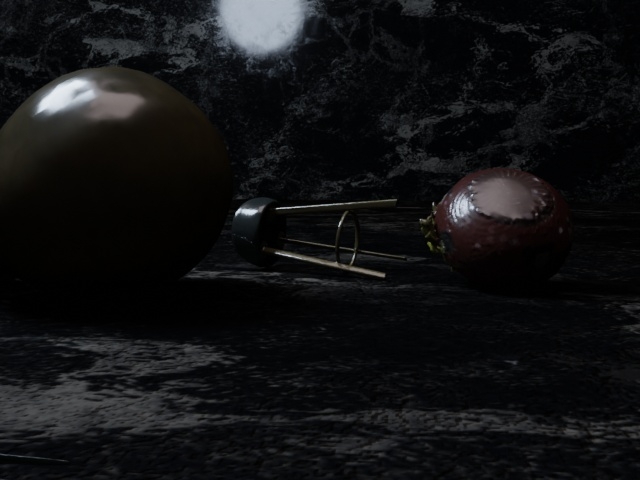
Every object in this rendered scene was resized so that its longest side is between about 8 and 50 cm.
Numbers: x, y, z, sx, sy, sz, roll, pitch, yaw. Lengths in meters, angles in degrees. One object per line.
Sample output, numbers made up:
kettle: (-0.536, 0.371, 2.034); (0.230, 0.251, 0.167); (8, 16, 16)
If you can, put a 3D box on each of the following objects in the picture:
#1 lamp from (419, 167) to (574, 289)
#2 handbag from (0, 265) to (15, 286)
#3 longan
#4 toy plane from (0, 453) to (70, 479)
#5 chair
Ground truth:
lamp: (0.211, -0.007, 0.838); (0.157, 0.135, 0.156); (35, 57, 31)
handbag: (-0.414, -0.014, 0.771); (0.135, 0.146, 0.225); (-2, 4, 10)
longan: (-0.223, -0.053, 0.764); (0.258, 0.258, 0.258); (0, 6, 0)
toy plane: (-0.238, 0.068, 0.283); (0.267, 0.088, 0.212); (2, -17, 35)
chair: (0.000, 0.000, 0.955); (0.222, 0.104, 0.095); (7, -18, 18)
